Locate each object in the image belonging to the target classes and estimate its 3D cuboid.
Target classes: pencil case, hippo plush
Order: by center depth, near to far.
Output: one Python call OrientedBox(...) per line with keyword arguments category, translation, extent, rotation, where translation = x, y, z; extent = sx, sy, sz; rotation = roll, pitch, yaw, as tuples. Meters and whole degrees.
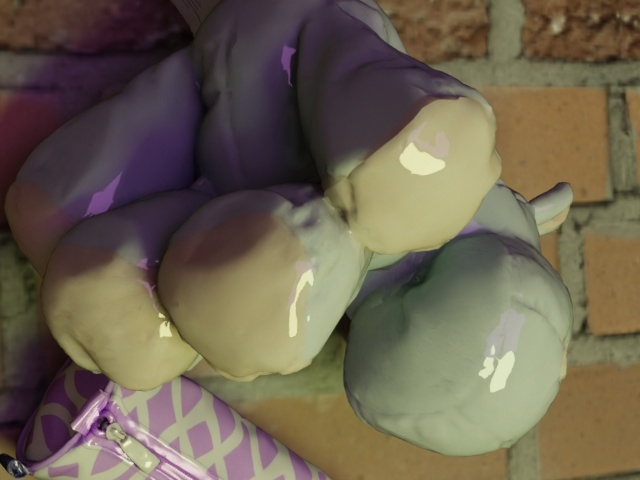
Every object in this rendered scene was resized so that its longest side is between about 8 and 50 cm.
OrientedBox(category="hippo plush", translation=(0.000, 0.000, 0.806), extent=(0.234, 0.294, 0.236), rotation=(-31, 131, 11))
OrientedBox(category="pencil case", translation=(-0.053, 0.126, 0.810), extent=(0.206, 0.088, 0.086), rotation=(36, 72, -24))
